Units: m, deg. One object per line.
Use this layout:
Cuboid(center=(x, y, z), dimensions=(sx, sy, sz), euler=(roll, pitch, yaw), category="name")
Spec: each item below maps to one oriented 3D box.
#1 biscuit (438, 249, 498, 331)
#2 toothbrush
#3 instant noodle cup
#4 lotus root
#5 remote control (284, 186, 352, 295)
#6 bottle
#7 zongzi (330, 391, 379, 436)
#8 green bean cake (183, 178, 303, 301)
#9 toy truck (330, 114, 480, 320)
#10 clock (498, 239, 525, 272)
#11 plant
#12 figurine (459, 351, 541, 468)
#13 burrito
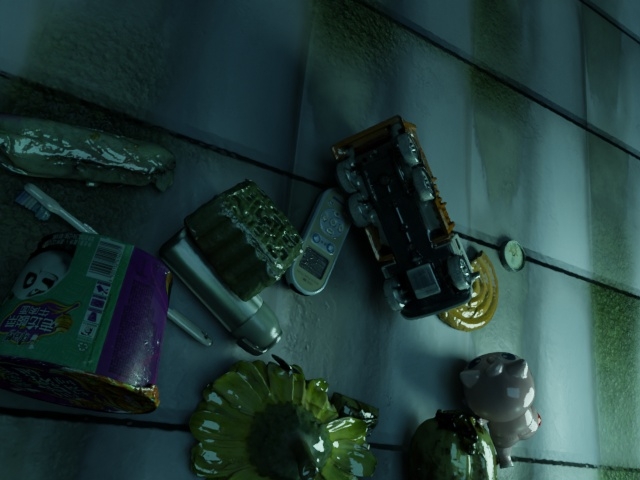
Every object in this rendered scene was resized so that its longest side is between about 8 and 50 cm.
Cuboid(center=(0.361, 0.133, 1.329), dimensions=(0.224, 0.033, 0.144), euler=(-40, 100, -33), category="biscuit")
Cuboid(center=(-0.315, 0.046, 0.909), dimensions=(0.386, 0.040, 0.040), euler=(42, 59, -17), category="toothbrush")
Cuboid(center=(-0.323, 0.113, 0.777), dimensions=(0.251, 0.251, 0.190), euler=(25, 57, -26), category="instant noodle cup")
Cuboid(center=(0.258, 0.489, 1.101), dimensions=(0.173, 0.173, 0.308), euler=(8, 78, -31), category="lotus root")
Cuboid(center=(0.000, 0.000, 1.122), dimensions=(0.087, 0.047, 0.244), euler=(37, 60, -23), category="remote control")
Cuboid(center=(-0.169, 0.091, 0.965), dimensions=(0.253, 0.080, 0.096), euler=(50, 34, -13), category="bottle")
Cuboid(center=(0.053, 0.358, 1.064), dimensions=(0.109, 0.055, 0.119), euler=(27, 76, -27), category="zongzi")
Cuboid(center=(-0.121, -0.009, 0.967), dimensions=(0.173, 0.094, 0.181), euler=(53, 22, -4), category="green bean cake")
Cuboid(center=(0.186, -0.048, 1.167), dimensions=(0.207, 0.174, 0.387), euler=(-23, 91, -65), category="toy truck")
Cuboid(center=(0.492, 0.040, 1.447), dimensions=(0.085, 0.017, 0.085), euler=(9, 74, -31), category="clock")
Cuboid(center=(-0.058, 0.303, 0.919), dimensions=(0.306, 0.296, 0.261), euler=(-4, 50, -11), category="plant")
Cuboid(center=(0.396, 0.355, 1.246), dimensions=(0.287, 0.176, 0.186), euler=(58, 12, -26), category="figurine")
Cuboid(center=(-0.380, -0.138, 0.899), dimensions=(0.309, 0.066, 0.096), euler=(7, 69, -32), category="burrito")
